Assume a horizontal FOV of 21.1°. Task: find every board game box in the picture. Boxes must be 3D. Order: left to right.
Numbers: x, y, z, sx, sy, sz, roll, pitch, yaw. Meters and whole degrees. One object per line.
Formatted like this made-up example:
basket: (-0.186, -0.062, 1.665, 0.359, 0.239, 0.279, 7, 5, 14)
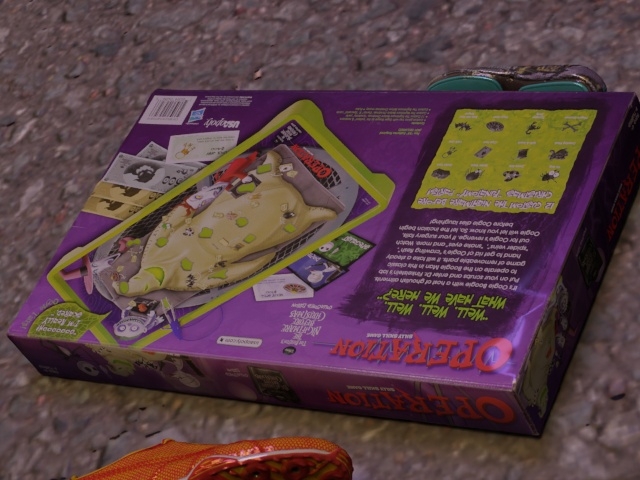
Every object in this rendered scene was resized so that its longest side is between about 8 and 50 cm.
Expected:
board game box: (0.000, 0.000, 1.002, 0.346, 0.056, 0.208, 4, 48, 34)

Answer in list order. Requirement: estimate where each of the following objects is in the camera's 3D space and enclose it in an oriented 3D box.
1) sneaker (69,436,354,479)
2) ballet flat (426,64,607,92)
sneaker: (-0.066, 0.126, 0.908, 0.175, 0.064, 0.067, -13, 35, 17)
ballet flat: (0.119, -0.087, 1.025, 0.114, 0.041, 0.041, 3, 52, 33)
